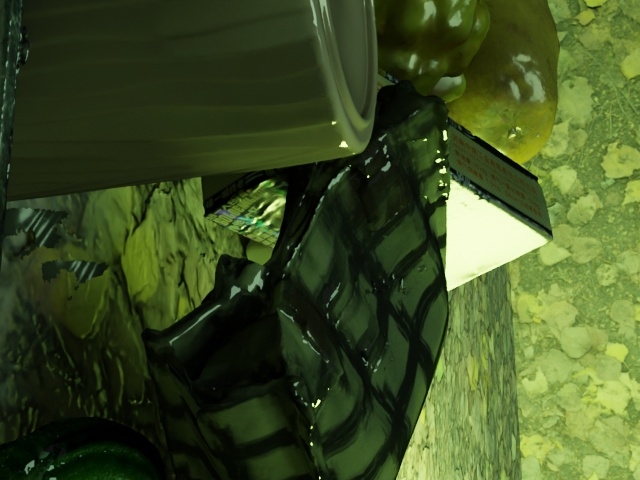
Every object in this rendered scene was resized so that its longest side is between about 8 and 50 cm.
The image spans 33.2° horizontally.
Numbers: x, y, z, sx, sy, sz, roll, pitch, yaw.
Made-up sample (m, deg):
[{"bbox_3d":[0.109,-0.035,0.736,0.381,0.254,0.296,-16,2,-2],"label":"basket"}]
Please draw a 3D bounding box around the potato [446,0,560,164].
[{"bbox_3d":[0.219,-0.296,1.491,0.296,0.290,0.397,-106,-171,-60],"label":"potato"}]

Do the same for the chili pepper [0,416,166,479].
[{"bbox_3d":[-0.177,0.171,0.697,0.279,0.065,0.122,27,74,-65],"label":"chili pepper"}]

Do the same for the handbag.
[{"bbox_3d":[0.001,0.074,0.842,0.327,0.163,0.325,82,26,-51],"label":"handbag"}]

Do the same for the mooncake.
[{"bbox_3d":[-0.149,0.127,0.799,0.150,0.057,0.346,-62,143,-71],"label":"mooncake"}]

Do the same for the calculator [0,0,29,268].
[{"bbox_3d":[-0.213,-0.066,0.485,0.021,0.161,0.261,59,30,-76],"label":"calculator"}]

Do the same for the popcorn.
[{"bbox_3d":[0.032,-0.247,1.101,0.321,0.326,0.290,-1,91,-28],"label":"popcorn"}]

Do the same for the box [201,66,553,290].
[{"bbox_3d":[0.059,-0.043,1.048,0.310,0.198,0.084,27,46,-41],"label":"box"}]

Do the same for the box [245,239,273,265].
[{"bbox_3d":[0.000,0.000,1.236,0.259,0.071,0.168,-67,148,-54],"label":"box"}]

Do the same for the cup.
[{"bbox_3d":[-0.109,-0.114,0.632,0.288,0.273,0.208,67,20,-53],"label":"cup"}]
